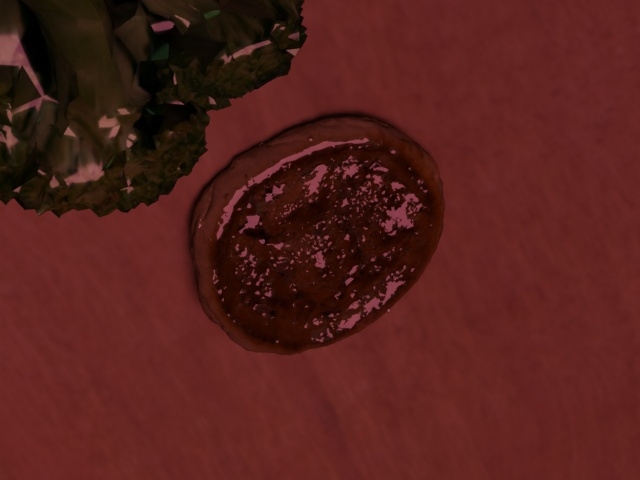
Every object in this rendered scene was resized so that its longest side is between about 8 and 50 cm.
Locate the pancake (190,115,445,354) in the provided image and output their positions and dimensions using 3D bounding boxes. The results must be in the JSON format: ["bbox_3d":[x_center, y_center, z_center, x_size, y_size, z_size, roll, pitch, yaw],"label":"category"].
[{"bbox_3d":[0.000,0.000,1.073,0.158,0.028,0.158,-11,123,-18],"label":"pancake"}]

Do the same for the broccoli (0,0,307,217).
[{"bbox_3d":[-0.226,-0.127,0.719,0.413,0.310,0.321,33,118,-15],"label":"broccoli"}]
